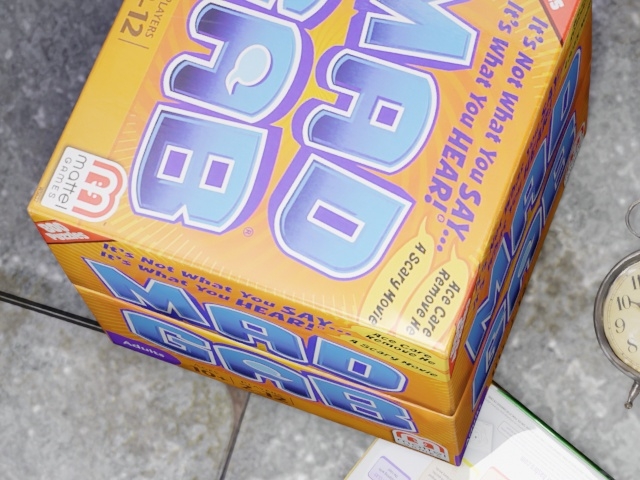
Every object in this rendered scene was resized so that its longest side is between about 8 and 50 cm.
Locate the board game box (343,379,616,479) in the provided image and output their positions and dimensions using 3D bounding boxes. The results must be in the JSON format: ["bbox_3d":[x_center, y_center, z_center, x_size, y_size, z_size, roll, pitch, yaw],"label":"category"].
[{"bbox_3d":[0.116,0.297,1.847,0.242,0.064,0.316,40,93,15],"label":"board game box"}]

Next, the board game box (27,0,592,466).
[{"bbox_3d":[0.012,-0.064,1.721,0.356,0.356,0.356,18,72,12],"label":"board game box"}]

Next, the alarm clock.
[{"bbox_3d":[0.317,0.053,1.827,0.129,0.064,0.192,-13,79,16],"label":"alarm clock"}]
